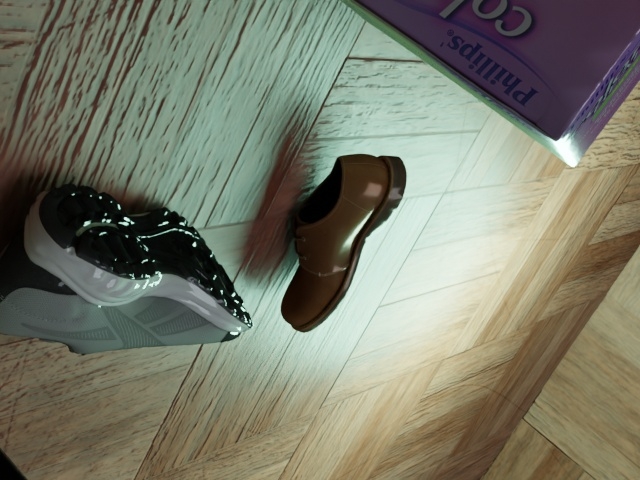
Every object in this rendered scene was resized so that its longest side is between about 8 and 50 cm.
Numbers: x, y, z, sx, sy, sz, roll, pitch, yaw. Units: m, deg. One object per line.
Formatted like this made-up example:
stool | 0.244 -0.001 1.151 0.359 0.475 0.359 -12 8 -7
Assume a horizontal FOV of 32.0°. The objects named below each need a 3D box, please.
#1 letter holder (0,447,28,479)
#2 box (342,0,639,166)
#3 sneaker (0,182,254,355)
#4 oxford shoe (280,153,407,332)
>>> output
letter holder | -0.242 0.198 0.614 0.152 0.302 0.214 -33 151 -32
box | 0.117 -0.164 0.764 0.117 0.213 0.243 -55 168 10
sneaker | -0.144 0.036 0.822 0.108 0.100 0.271 -41 154 14
oxford shoe | 0.000 0.000 1.052 0.076 0.076 0.212 8 126 -27
